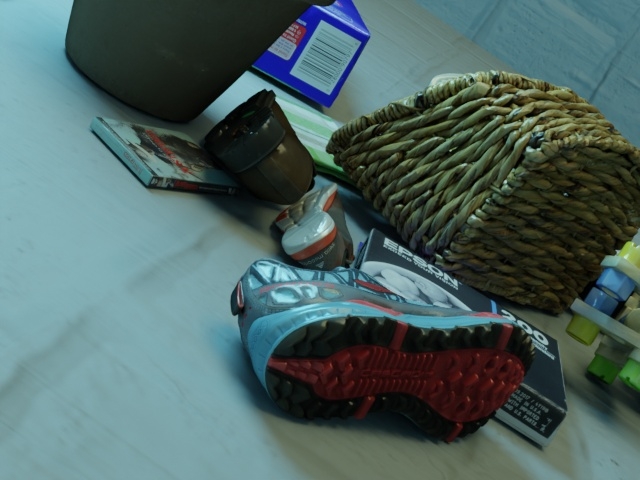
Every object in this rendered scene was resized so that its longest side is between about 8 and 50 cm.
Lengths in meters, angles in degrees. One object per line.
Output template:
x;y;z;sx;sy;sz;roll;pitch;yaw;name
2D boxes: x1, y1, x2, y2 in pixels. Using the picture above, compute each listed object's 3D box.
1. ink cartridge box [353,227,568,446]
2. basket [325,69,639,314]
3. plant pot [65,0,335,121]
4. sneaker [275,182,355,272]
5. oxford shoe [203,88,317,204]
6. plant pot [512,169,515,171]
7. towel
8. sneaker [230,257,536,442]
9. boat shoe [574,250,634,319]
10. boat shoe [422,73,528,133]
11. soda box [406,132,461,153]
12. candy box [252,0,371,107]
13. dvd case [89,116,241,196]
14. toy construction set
0.120;0.070;1.011;0.206;0.045;0.208;32;17;-4;ink cartridge box
0.194;-0.082;1.213;0.299;0.213;0.223;17;27;-50;basket
-0.125;-0.244;1.089;0.263;0.229;0.263;29;19;-11;plant pot
0.000;0.000;0.995;0.065;0.061;0.158;58;14;-16;sneaker
-0.052;-0.079;1.062;0.096;0.082;0.227;49;8;-18;oxford shoe
0.264;-0.074;1.526;0.109;0.109;0.096;21;34;-33;plant pot
-0.011;-0.113;1.289;0.113;0.023;0.152;20;25;-31;towel
0.049;0.062;0.822;0.261;0.104;0.125;17;23;-42;sneaker
0.434;0.118;1.339;0.335;0.121;0.119;24;26;5;boat shoe
0.271;-0.157;1.743;0.324;0.096;0.117;18;64;-30;boat shoe
0.159;-0.120;1.515;0.058;0.061;0.181;24;21;-29;soda box
-0.087;-0.333;1.543;0.268;0.122;0.317;27;21;-16;candy box
-0.133;-0.072;0.989;0.087;0.013;0.119;44;22;28;dvd case
0.389;0.148;1.097;0.328;0.151;0.215;48;-2;17;toy construction set
